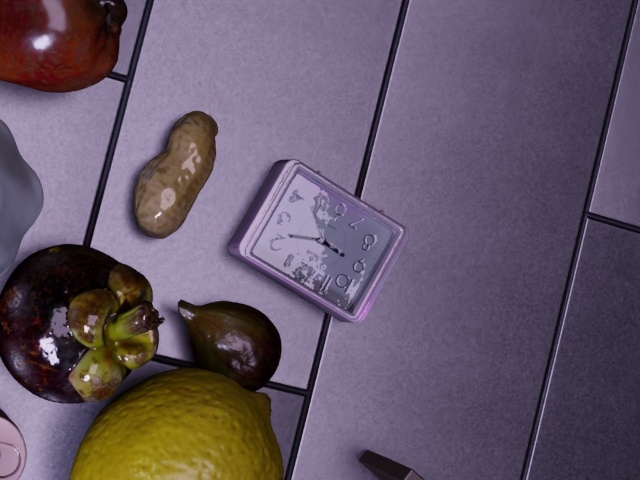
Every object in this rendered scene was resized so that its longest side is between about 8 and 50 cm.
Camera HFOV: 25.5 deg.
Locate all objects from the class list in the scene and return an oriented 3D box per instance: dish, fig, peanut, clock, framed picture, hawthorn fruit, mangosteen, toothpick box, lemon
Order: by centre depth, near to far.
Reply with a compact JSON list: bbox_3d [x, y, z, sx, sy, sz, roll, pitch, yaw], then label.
[{"bbox_3d":[-0.357,-0.272,1.675,0.248,0.208,0.208,-7,92,6],"label":"hawthorn fruit"},{"bbox_3d":[-0.404,0.244,1.677,0.098,0.149,0.098,0,90,-18],"label":"toothpick box"},{"bbox_3d":[-0.278,0.098,1.681,0.192,0.217,0.192,5,82,-44],"label":"mangosteen"},{"bbox_3d":[-0.444,-0.052,1.699,0.229,0.081,0.229,0,90,-17],"label":"dish"},{"bbox_3d":[-0.171,0.285,1.699,0.267,0.267,0.267,0,90,-17],"label":"lemon"},{"bbox_3d":[-0.183,-0.085,1.785,0.080,0.080,0.174,29,79,-15],"label":"peanut"},{"bbox_3d":[-0.122,0.125,1.788,0.154,0.103,0.109,31,59,-23],"label":"fig"},{"bbox_3d":[0.127,0.328,1.830,0.128,0.168,0.023,42,79,-13],"label":"framed picture"},{"bbox_3d":[0.000,0.000,1.846,0.197,0.063,0.150,32,82,-15],"label":"clock"}]
